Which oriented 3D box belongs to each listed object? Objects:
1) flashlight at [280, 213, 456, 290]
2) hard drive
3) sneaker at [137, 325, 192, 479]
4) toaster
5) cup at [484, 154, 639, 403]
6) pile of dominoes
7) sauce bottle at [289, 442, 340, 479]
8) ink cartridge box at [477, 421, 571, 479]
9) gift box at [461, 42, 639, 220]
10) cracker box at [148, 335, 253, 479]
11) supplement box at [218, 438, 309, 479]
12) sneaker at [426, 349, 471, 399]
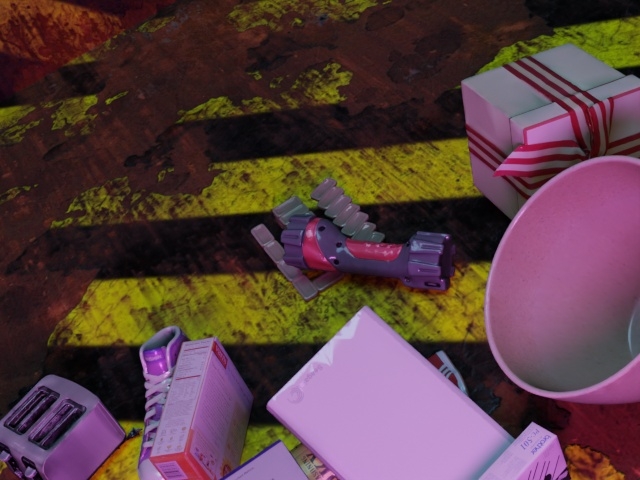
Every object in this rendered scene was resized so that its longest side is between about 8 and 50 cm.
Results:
[{"bbox_3d":[0.083,0.013,1.859,0.304,0.103,0.103,4,47,29],"label":"flashlight"},{"bbox_3d":[0.106,0.261,1.465,0.307,0.040,0.203,42,71,13],"label":"hard drive"},{"bbox_3d":[-0.259,0.261,1.723,0.102,0.161,0.282,-12,40,15],"label":"sneaker"},{"bbox_3d":[-0.431,0.326,1.784,0.168,0.110,0.186,17,53,41],"label":"toaster"},{"bbox_3d":[0.421,0.082,1.440,0.331,0.237,0.331,-33,45,40],"label":"cup"},{"bbox_3d":[0.000,0.000,2.009,0.196,0.040,0.251,-32,45,-9],"label":"pile of dominoes"},{"bbox_3d":[-0.010,0.344,1.523,0.344,0.111,0.111,-38,38,-9],"label":"sauce bottle"},{"bbox_3d":[0.236,0.343,1.389,0.207,0.097,0.046,-42,40,-19],"label":"ink cartridge box"},{"bbox_3d":[0.380,-0.144,1.773,0.276,0.255,0.258,-25,35,-9],"label":"gift box"},{"bbox_3d":[-0.178,0.286,1.649,0.067,0.156,0.232,-11,39,19],"label":"cracker box"},{"bbox_3d":[-0.035,0.386,1.393,0.111,0.220,0.114,-33,39,-9],"label":"supplement box"},{"bbox_3d":[0.180,0.216,1.620,0.067,0.042,0.118,-25,29,-5],"label":"sneaker"}]
